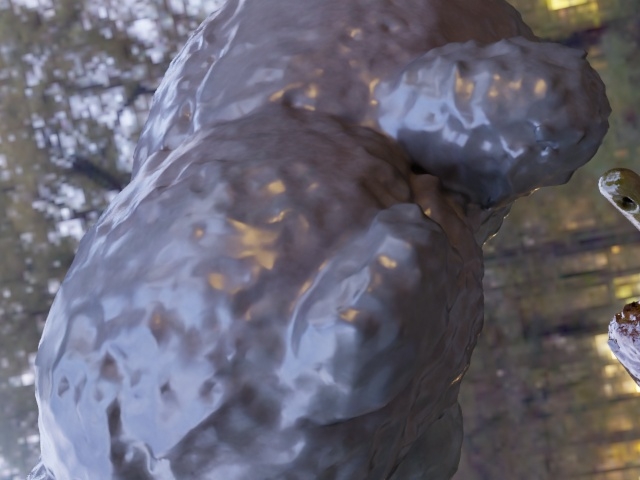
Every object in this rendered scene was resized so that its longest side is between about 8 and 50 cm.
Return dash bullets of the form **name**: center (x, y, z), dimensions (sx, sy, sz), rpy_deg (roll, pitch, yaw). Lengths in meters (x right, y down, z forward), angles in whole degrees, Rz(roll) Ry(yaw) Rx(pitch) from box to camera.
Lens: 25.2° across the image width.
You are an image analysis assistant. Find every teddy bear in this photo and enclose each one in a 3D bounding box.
- **teddy bear**: center (-0.001, -0.001, 0.513), dimensions (0.151, 0.236, 0.267), rpy_deg (37, -143, -23)

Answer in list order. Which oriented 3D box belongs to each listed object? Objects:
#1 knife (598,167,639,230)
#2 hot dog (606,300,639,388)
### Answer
- **knife**: center (0.228, 0.040, 0.742), dimensions (0.256, 0.046, 0.022), rpy_deg (39, -123, -31)
- **hot dog**: center (0.329, 0.132, 1.172), dimensions (0.227, 0.099, 0.160), rpy_deg (48, 179, -9)
